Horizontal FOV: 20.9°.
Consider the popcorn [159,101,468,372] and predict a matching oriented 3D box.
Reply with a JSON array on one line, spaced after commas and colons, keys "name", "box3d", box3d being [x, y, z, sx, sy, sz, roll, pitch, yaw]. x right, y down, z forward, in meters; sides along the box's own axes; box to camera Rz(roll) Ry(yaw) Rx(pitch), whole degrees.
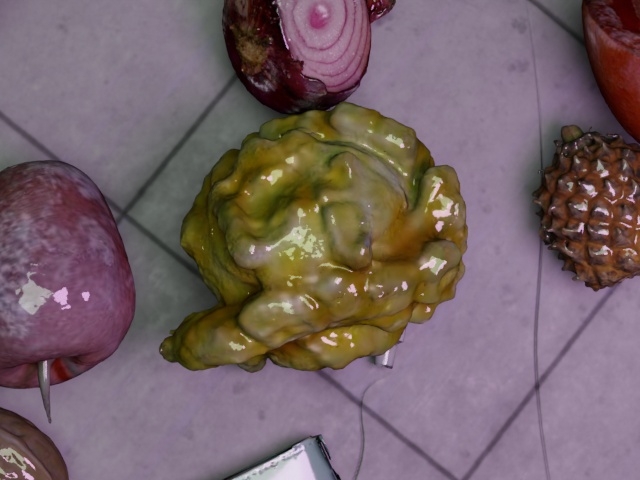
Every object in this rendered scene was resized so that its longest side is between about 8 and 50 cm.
[{"name": "popcorn", "box3d": [-0.009, 0.001, 1.866, 0.335, 0.274, 0.279, -6, 80, 4]}]

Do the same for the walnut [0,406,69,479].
[{"name": "walnut", "box3d": [-0.352, 0.257, 1.889, 0.162, 0.140, 0.140, 33, 84, 4]}]

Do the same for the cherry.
[{"name": "cherry", "box3d": [-0.305, 0.053, 1.851, 0.213, 0.236, 0.285, 4, 76, -33]}]

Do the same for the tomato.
[{"name": "tomato", "box3d": [0.416, -0.173, 1.952, 0.309, 0.309, 0.170, 11, 124, -6]}]

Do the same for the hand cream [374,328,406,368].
[{"name": "hand cream", "box3d": [0.085, 0.040, 2.002, 0.052, 0.038, 0.216, 14, 79, -29]}]

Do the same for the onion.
[{"name": "onion", "box3d": [-0.010, -0.248, 1.961, 0.218, 0.140, 0.195, -30, 98, -42]}]

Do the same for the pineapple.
[{"name": "pineapple", "box3d": [0.320, -0.045, 1.974, 0.166, 0.166, 0.193, -23, 81, -7]}]

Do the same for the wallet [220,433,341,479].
[{"name": "wallet", "box3d": [-0.026, 0.365, 1.950, 0.176, 0.075, 0.250, -26, 89, -10]}]
